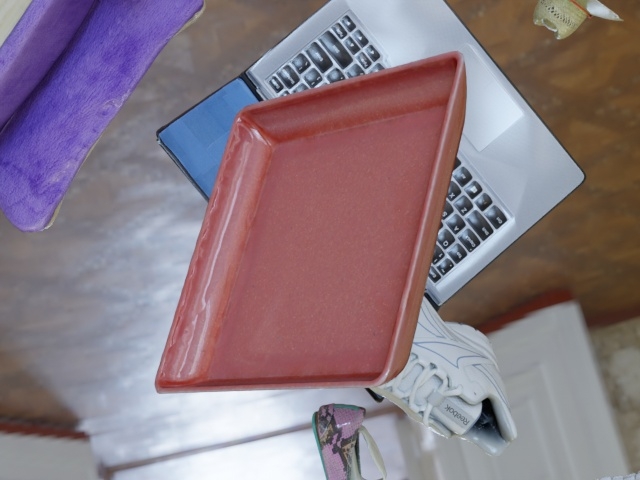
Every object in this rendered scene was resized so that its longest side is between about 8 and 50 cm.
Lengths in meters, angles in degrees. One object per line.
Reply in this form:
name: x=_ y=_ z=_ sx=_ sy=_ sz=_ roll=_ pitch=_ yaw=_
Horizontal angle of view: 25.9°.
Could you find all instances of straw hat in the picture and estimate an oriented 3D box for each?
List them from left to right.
straw hat: x=0.280 y=-0.269 z=1.615 sx=0.144 sy=0.144 sz=0.061 roll=16 pitch=112 yaw=-53

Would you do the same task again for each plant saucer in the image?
plant saucer: x=0.000 y=0.000 z=1.054 sx=0.259 sy=0.258 sz=0.047 roll=-8 pitch=149 yaw=46

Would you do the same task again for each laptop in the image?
laptop: x=0.080 y=-0.096 z=1.620 sx=0.408 sy=0.382 sz=0.236 roll=-40 pitch=-175 yaw=-6

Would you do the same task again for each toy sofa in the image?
toy sofa: x=-0.290 y=-0.172 z=1.433 sx=0.362 sy=0.177 sz=0.150 roll=-51 pitch=178 yaw=15

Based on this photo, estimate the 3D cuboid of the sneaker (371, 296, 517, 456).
sneaker: x=0.099 y=0.120 z=1.355 sx=0.297 sy=0.129 sz=0.111 roll=27 pitch=113 yaw=-39

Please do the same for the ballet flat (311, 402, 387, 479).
ballet flat: x=0.041 y=0.294 z=1.652 sx=0.079 sy=0.222 sz=0.077 roll=-3 pitch=-159 yaw=12

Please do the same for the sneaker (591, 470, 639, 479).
sneaker: x=0.355 y=0.314 z=1.615 sx=0.065 sy=0.076 sz=0.166 roll=39 pitch=134 yaw=-23
